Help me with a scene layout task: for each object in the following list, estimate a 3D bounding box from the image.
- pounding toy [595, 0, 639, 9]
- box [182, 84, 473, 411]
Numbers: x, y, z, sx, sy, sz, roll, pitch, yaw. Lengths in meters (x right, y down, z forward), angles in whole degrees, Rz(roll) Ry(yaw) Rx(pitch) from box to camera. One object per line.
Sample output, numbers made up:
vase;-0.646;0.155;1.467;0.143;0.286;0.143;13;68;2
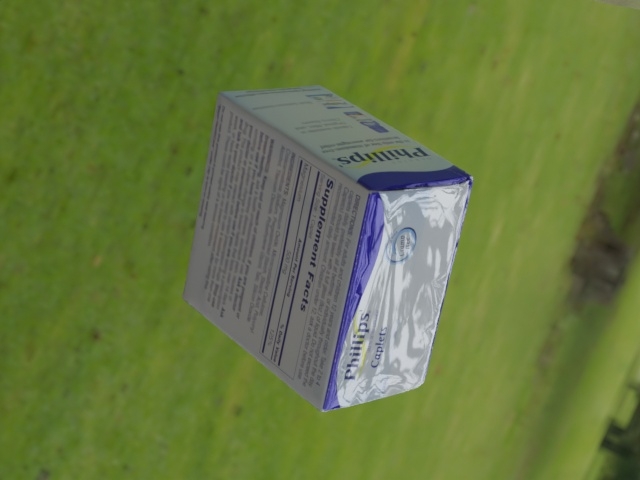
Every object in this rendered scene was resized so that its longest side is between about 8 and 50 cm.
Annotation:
pounding toy;0.147;-0.149;0.567;0.183;0.237;0.110;15;82;-46
box;0.000;0.000;0.917;0.072;0.137;0.126;-8;120;-37
